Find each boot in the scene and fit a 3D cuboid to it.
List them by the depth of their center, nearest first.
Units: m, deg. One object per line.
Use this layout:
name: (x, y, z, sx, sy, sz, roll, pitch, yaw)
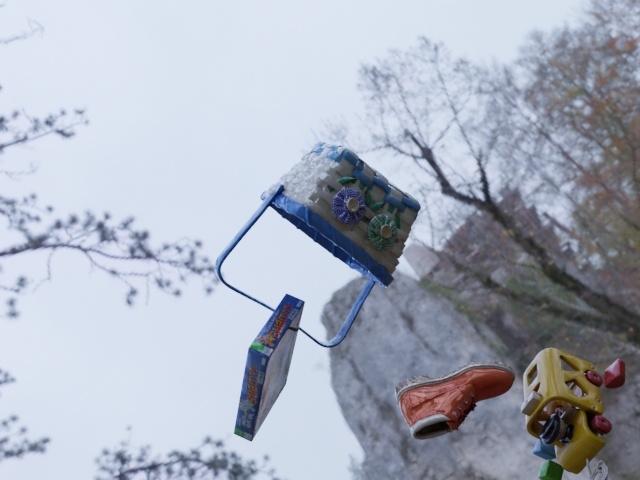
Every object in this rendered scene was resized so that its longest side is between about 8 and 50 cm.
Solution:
boot: (0.181, 0.209, 1.060, 0.158, 0.085, 0.059, -16, -53, 3)

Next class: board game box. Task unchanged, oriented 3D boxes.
board game box: (-0.081, 0.198, 1.277, 0.136, 0.035, 0.201, -56, -16, -48)

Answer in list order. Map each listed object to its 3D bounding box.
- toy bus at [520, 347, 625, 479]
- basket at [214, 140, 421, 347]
toy bus: (0.349, 0.252, 1.204, 0.202, 0.104, 0.191, 126, 167, -76)
basket: (0.000, 0.000, 1.328, 0.254, 0.201, 0.289, 34, -89, -25)
